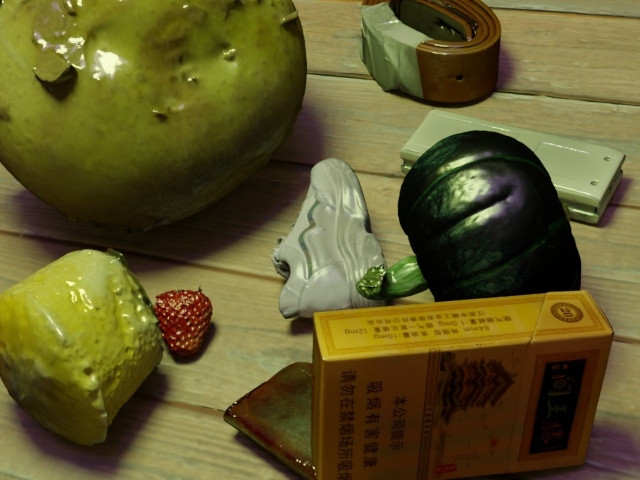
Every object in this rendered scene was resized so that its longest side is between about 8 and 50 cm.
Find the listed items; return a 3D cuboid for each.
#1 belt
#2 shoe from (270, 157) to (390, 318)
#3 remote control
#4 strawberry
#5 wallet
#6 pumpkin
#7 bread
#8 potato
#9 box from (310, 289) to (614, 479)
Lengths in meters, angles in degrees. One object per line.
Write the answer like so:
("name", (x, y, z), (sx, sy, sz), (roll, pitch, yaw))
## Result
("belt", (0.165, -0.308, 1.548), (0.184, 0.105, 0.261), (-30, 48, -23))
("shoe", (0.000, 0.000, 1.250), (0.137, 0.095, 0.245), (-11, 48, -5))
("remote control", (0.252, -0.101, 1.338), (0.277, 0.056, 0.103), (17, 49, 26))
("strawberry", (-0.164, 0.097, 1.199), (0.073, 0.073, 0.083), (-9, 55, 2))
("wallet", (0.030, 0.213, 1.055), (0.255, 0.031, 0.137), (30, 51, 33))
("pumpkin", (0.156, 0.010, 1.107), (0.247, 0.248, 0.248), (-6, 42, 5))
("bread", (-0.270, 0.118, 1.116), (0.197, 0.197, 0.170), (20, 43, 30))
("potato", (-0.212, -0.200, 1.307), (0.442, 0.385, 0.319), (-35, 58, -10))
("box", (0.129, 0.145, 0.969), (0.274, 0.174, 0.076), (-4, 36, -8))
